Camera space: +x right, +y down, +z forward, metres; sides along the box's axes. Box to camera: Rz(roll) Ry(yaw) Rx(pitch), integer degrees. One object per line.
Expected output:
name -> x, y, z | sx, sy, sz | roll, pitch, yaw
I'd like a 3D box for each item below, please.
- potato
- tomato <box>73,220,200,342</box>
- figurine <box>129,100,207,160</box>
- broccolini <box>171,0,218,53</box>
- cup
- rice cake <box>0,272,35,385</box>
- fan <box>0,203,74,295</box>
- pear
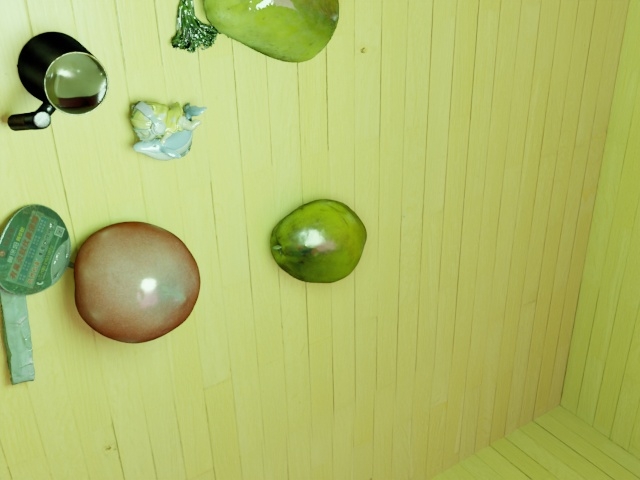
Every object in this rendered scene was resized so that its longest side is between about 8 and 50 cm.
potato -> -0.118, -0.601, 1.784 | 0.280, 0.213, 0.330 | -11, 118, -45
tomato -> -0.464, 0.110, 1.847 | 0.321, 0.321, 0.321 | -17, 122, -30
figurine -> -0.391, -0.290, 1.830 | 0.208, 0.128, 0.184 | -45, 129, -20
broccolini -> -0.290, -0.597, 1.796 | 0.123, 0.062, 0.271 | 0, 110, -48
cup -> -0.582, -0.334, 1.623 | 0.166, 0.177, 0.239 | 12, 105, -41
rice cake -> -0.775, 0.222, 1.841 | 0.066, 0.063, 0.336 | -11, 119, -28
fan -> -0.680, 0.015, 1.808 | 0.294, 0.012, 0.223 | -16, 109, -52
pear -> 0.000, 0.000, 2.180 | 0.321, 0.269, 0.269 | -8, 117, -34
